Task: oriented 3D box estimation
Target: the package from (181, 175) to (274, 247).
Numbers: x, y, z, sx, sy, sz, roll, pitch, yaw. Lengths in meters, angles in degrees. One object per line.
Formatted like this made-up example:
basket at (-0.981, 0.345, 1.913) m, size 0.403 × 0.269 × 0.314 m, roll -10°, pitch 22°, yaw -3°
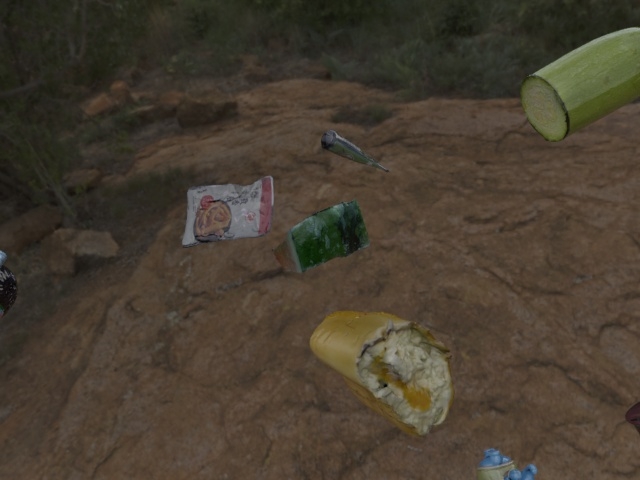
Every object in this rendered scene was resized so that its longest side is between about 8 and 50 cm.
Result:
package at (-0.216, -0.066, 1.288) m, size 0.240 × 0.030 × 0.154 m, roll -6°, pitch 68°, yaw 20°

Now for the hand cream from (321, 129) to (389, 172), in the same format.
hand cream at (0.089, -0.239, 1.540) m, size 0.086 × 0.235 × 0.055 m, roll 32°, pitch 97°, yaw 48°

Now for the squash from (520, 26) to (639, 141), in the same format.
squash at (0.492, -0.284, 0.973) m, size 0.247 × 0.132 × 0.132 m, roll -28°, pitch 36°, yaw -1°

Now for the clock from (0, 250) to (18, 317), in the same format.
clock at (-0.474, 0.098, 0.723) m, size 0.194 × 0.100 × 0.195 m, roll -29°, pitch 31°, yaw 41°

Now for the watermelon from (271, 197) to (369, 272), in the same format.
watermelon at (0.009, 0.011, 1.789) m, size 0.264 × 0.151 × 0.302 m, roll -24°, pitch -9°, yaw -25°

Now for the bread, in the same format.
bread at (0.169, 0.330, 1.595) m, size 0.250 × 0.361 × 0.394 m, roll -48°, pitch 25°, yaw -16°

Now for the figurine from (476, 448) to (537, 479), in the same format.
figurine at (0.508, 0.681, 1.495) m, size 0.154 × 0.180 × 0.261 m, roll 5°, pitch 51°, yaw -22°

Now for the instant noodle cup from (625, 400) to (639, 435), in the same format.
instant noodle cup at (0.826, 0.441, 1.224) m, size 0.235 × 0.178 × 0.235 m, roll -20°, pitch -7°, yaw -2°
